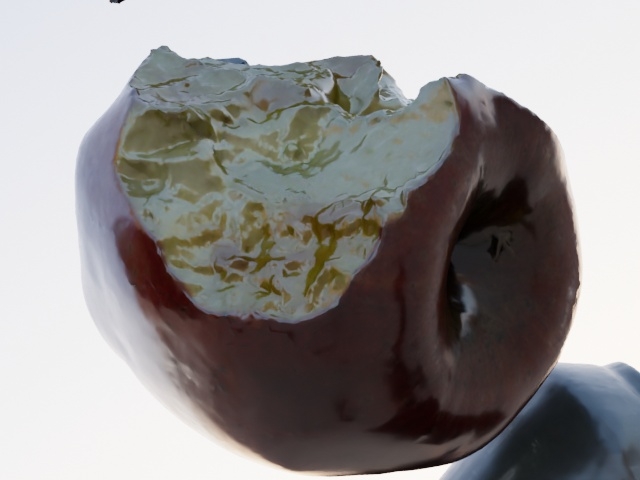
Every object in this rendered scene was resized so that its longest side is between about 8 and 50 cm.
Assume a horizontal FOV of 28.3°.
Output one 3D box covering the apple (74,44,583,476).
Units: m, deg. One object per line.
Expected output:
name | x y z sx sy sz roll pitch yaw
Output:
apple | -0.002 0.005 0.436 0.156 0.158 0.147 -36 -53 -40

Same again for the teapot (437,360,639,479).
teapot | 0.172 0.302 0.992 0.361 0.305 0.376 -35 12 -3

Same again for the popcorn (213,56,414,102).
popcorn | 0.026 0.035 0.959 0.293 0.293 0.237 -21 -21 -24

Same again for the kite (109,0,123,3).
kite | -0.011 -0.219 0.672 0.285 0.152 0.015 -19 -13 27
